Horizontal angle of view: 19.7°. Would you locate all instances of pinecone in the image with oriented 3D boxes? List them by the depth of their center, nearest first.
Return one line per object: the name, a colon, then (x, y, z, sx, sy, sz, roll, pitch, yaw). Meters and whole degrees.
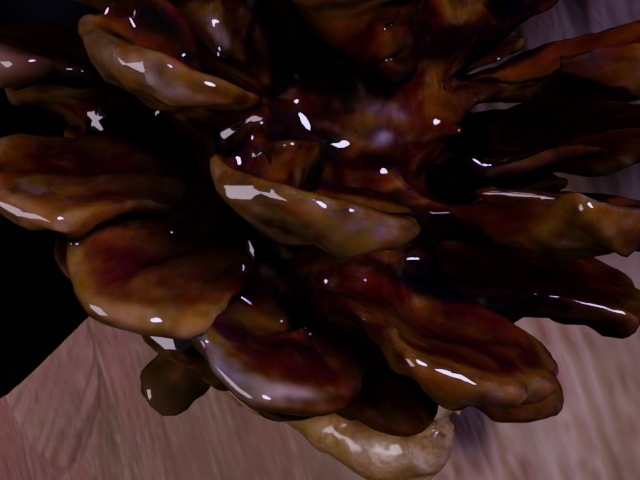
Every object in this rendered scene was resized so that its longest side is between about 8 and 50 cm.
pinecone: (0.020, -0.072, 0.594, 0.244, 0.244, 0.309, 39, 118, 49)

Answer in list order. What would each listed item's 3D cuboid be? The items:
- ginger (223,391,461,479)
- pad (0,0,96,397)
ginger: (0.000, 0.000, 0.801, 0.157, 0.102, 0.216, 34, 133, 43)
pad: (-0.096, -0.107, 0.710, 0.063, 0.315, 0.375, 28, 135, 14)
